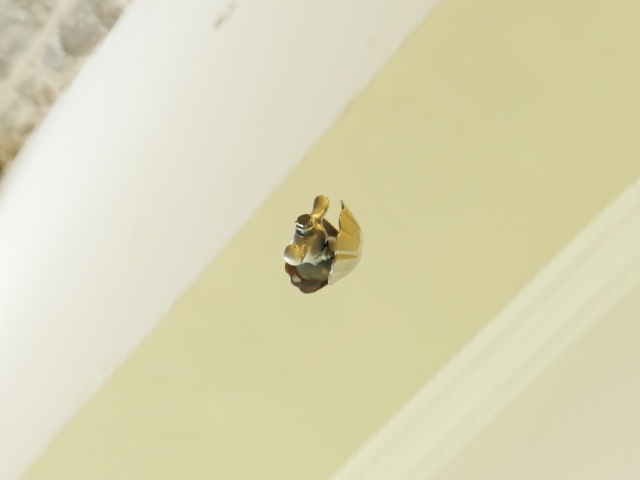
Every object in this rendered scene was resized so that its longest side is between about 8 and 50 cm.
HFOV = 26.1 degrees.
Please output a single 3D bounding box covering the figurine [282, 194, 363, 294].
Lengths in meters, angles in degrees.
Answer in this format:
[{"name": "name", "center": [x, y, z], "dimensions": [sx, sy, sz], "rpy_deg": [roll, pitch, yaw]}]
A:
[{"name": "figurine", "center": [0.000, 0.000, 1.301], "dimensions": [0.086, 0.082, 0.094], "rpy_deg": [66, 30, -65]}]
